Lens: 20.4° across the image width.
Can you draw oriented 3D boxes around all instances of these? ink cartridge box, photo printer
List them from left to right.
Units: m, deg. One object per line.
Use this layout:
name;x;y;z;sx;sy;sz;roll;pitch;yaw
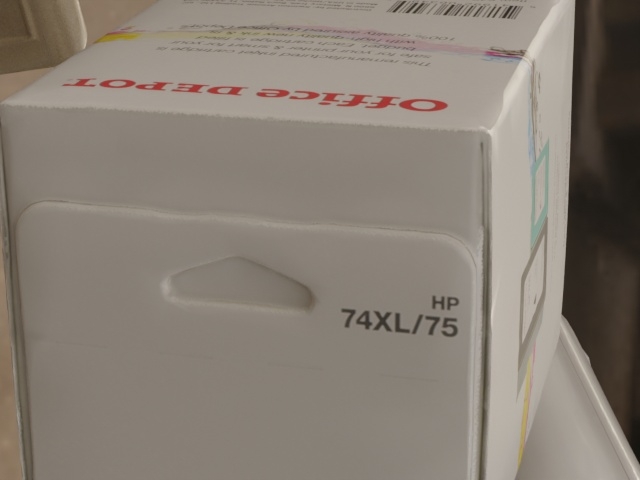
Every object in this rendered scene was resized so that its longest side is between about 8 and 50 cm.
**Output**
ink cartridge box;0.000;0.000;0.804;0.270;0.198;0.197;-52;144;-66
photo printer;0.154;0.181;1.069;0.307;0.107;0.256;-104;170;-64

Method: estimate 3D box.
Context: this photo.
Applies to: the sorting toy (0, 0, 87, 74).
sorting toy;-0.267;-0.189;1.162;0.047;0.196;0.348;-97;176;-55
